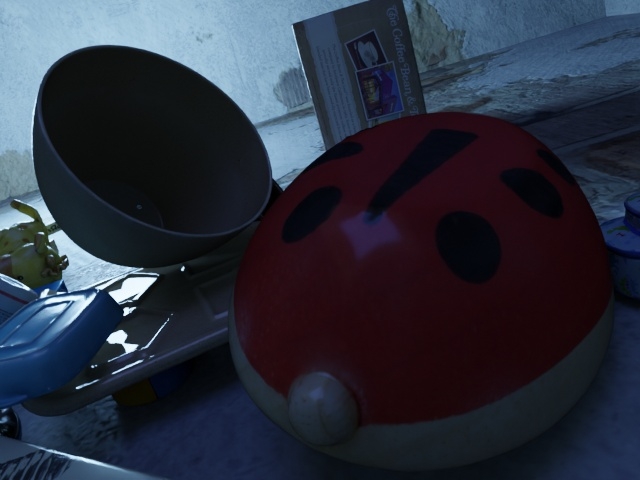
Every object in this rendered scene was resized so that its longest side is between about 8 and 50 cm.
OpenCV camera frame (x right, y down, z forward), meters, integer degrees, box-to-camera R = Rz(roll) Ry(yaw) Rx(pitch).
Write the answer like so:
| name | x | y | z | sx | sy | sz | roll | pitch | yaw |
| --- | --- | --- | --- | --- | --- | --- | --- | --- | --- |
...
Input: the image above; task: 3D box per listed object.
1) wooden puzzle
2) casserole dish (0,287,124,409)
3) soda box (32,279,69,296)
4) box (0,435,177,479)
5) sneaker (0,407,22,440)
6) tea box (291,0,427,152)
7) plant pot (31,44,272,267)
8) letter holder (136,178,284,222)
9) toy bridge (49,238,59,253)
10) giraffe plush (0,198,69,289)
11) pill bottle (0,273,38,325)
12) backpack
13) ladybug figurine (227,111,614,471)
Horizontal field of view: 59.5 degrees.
| name | x | y | z | sx | sy | sz | roll | pitch | yaw |
| --- | --- | --- | --- | --- | --- | --- | --- | --- | --- |
| wooden puzzle | -0.160 | 0.082 | 0.684 | 0.348 | 0.080 | 0.322 | -18 | 19 | -17 |
| casserole dish | -0.264 | 0.092 | 0.535 | 0.114 | 0.037 | 0.188 | -10 | 18 | 4 |
| soda box | -0.466 | 0.130 | 0.804 | 0.210 | 0.067 | 0.071 | -20 | 20 | -7 |
| box | -0.152 | 0.198 | 0.325 | 0.275 | 0.094 | 0.113 | -5 | 23 | 32 |
| sneaker | -0.330 | 0.185 | 0.528 | 0.067 | 0.078 | 0.188 | -24 | 20 | -21 |
| tea box | 0.101 | -0.338 | 1.217 | 0.220 | 0.328 | 0.323 | -13 | 19 | 9 |
| plant pot | -0.231 | -0.076 | 0.716 | 0.191 | 0.284 | 0.284 | -42 | 0 | 40 |
| letter holder | -0.226 | -0.041 | 0.995 | 0.302 | 0.214 | 0.152 | -3 | 56 | 33 |
| toy bridge | -0.631 | 0.053 | 1.149 | 0.188 | 0.063 | 0.026 | -17 | 19 | -4 |
| giraffe plush | -0.484 | 0.048 | 0.910 | 0.210 | 0.181 | 0.170 | -43 | 40 | -18 |
| pill bottle | -0.416 | 0.114 | 0.660 | 0.087 | 0.087 | 0.160 | 10 | 68 | 52 |
| backpack | 0.313 | -0.001 | 0.502 | 0.114 | 0.084 | 0.105 | -15 | 17 | 13 |
| ladybug figurine | 0.094 | -0.003 | 0.479 | 0.305 | 0.161 | 0.449 | 12 | 28 | 19 |
